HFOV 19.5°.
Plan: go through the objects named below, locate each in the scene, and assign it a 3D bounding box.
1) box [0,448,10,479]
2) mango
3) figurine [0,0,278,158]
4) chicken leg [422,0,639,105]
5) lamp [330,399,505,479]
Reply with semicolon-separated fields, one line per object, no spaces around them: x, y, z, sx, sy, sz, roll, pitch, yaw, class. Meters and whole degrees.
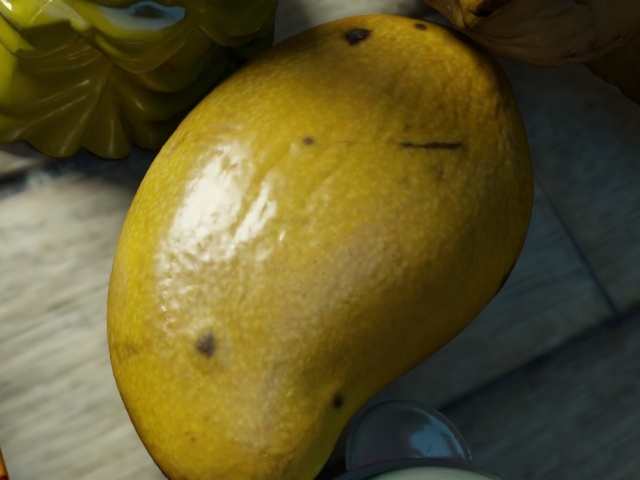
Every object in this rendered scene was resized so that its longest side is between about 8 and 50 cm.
-0.227;0.023;0.724;0.152;0.070;0.237;-13;76;-27;box
0.002;-0.004;0.793;0.157;0.109;0.262;28;50;5;mango
-0.050;-0.174;0.735;0.187;0.315;0.168;-18;76;-27;figurine
0.131;-0.130;0.861;0.409;0.182;0.295;47;22;-16;chicken leg
0.040;0.191;0.740;0.179;0.108;0.246;32;61;-2;lamp
